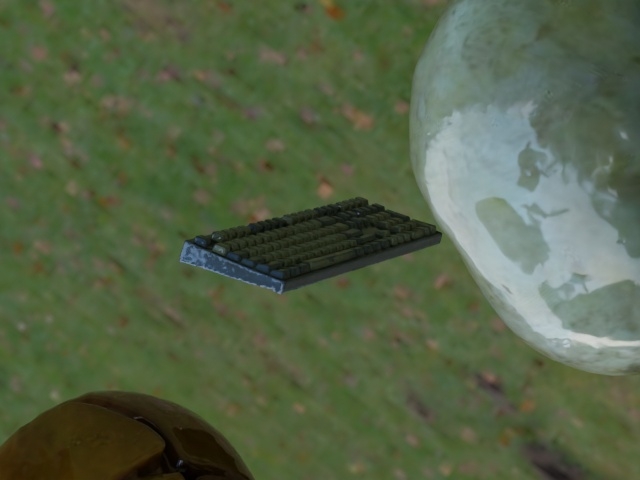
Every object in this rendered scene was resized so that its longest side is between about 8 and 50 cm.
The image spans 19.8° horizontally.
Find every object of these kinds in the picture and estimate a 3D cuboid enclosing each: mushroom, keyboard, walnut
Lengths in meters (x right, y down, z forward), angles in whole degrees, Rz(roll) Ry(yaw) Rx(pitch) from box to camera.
[{"bbox_3d":[0.228,-0.068,1.338,0.352,0.352,0.260,42,161,-16],"label":"mushroom"},{"bbox_3d":[0.000,0.001,0.884,0.055,0.014,0.176,21,-164,23],"label":"keyboard"},{"bbox_3d":[-0.104,0.249,1.104,0.209,0.209,0.336,118,138,-72],"label":"walnut"}]
